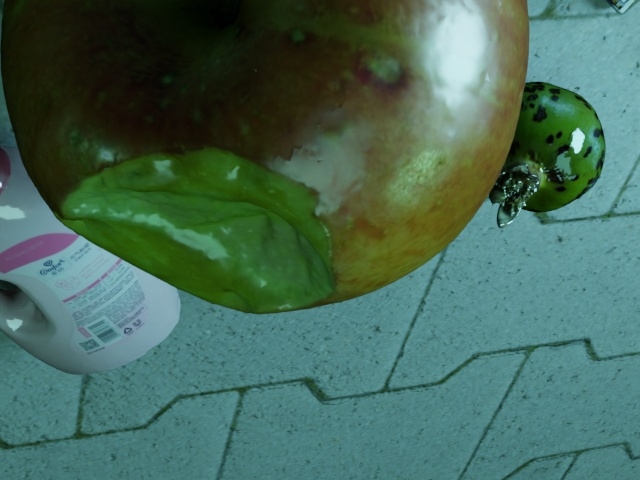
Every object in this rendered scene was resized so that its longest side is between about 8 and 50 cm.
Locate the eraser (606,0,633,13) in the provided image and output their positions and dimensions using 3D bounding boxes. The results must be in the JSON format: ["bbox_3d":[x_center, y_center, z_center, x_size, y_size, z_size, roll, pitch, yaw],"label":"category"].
[{"bbox_3d":[0.240,-0.220,1.119,0.027,0.019,0.099,-48,138,12],"label":"eraser"}]

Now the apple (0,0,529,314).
[{"bbox_3d":[-0.026,-0.119,0.856,0.340,0.339,0.339,-14,144,-10],"label":"apple"}]

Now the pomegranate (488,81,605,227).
[{"bbox_3d":[0.187,-0.072,1.181,0.122,0.161,0.122,16,132,19],"label":"pomegranate"}]

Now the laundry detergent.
[{"bbox_3d":[-0.242,0.000,1.105,0.159,0.088,0.335,-25,143,6],"label":"laundry detergent"}]
